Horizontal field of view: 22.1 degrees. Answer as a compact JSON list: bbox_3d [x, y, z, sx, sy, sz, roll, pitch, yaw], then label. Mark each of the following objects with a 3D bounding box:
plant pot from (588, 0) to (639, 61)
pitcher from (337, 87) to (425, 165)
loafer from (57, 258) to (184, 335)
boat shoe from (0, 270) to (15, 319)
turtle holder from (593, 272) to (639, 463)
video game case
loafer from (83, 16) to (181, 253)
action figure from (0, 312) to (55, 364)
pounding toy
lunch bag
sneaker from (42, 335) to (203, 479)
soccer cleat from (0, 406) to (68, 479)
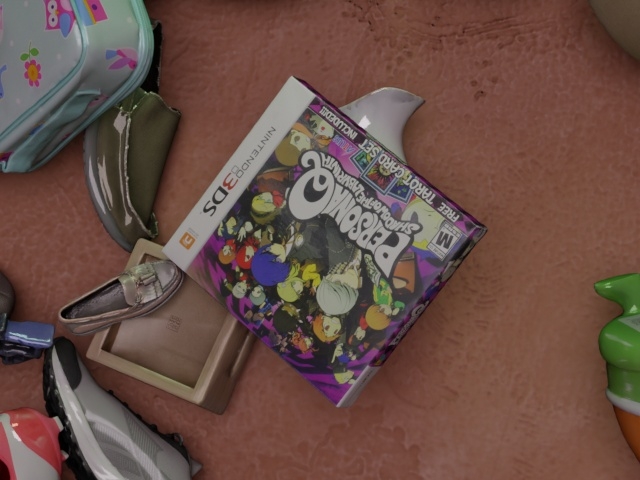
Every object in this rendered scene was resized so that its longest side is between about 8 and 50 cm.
[{"bbox_3d":[0.356,-0.266,1.525,0.191,0.284,0.284,-36,81,37],"label":"plant pot"},{"bbox_3d":[0.019,-0.034,1.596,0.178,0.125,0.207,-4,80,35],"label":"pitcher"},{"bbox_3d":[-0.189,0.054,1.547,0.125,0.039,0.045,-27,72,5],"label":"loafer"},{"bbox_3d":[-0.481,0.062,1.637,0.355,0.132,0.130,9,111,2],"label":"boat shoe"},{"bbox_3d":[0.414,0.126,1.499,0.320,0.243,0.227,-17,100,-35],"label":"turtle holder"},{"bbox_3d":[0.000,0.000,1.499,0.232,0.042,0.210,41,100,18],"label":"video game case"},{"bbox_3d":[-0.184,-0.113,1.625,0.087,0.094,0.251,-8,84,9],"label":"loafer"},{"bbox_3d":[-0.423,0.153,1.517,0.341,0.178,0.330,2,125,-3],"label":"action figure"},{"bbox_3d":[-0.089,0.075,1.592,0.206,0.094,0.181,21,82,16],"label":"pounding toy"},{"bbox_3d":[-0.285,-0.192,1.575,0.279,0.108,0.224,-33,74,41],"label":"lunch bag"},{"bbox_3d":[-0.187,0.209,1.604,0.108,0.100,0.271,-30,80,-20],"label":"sneaker"},{"bbox_3d":[-0.276,0.280,1.567,0.083,0.095,0.248,7,112,47],"label":"soccer cleat"}]
